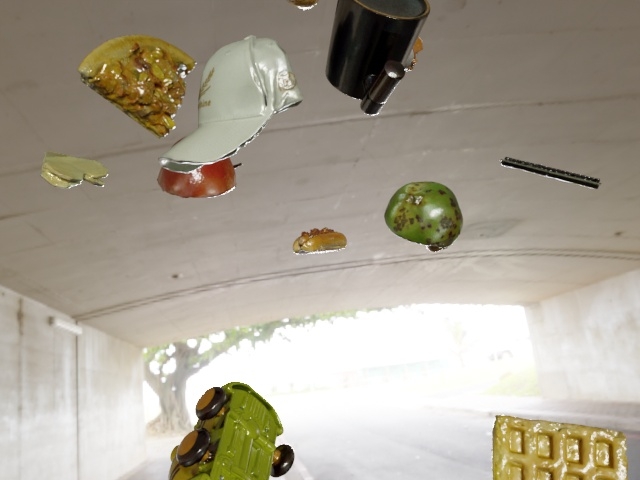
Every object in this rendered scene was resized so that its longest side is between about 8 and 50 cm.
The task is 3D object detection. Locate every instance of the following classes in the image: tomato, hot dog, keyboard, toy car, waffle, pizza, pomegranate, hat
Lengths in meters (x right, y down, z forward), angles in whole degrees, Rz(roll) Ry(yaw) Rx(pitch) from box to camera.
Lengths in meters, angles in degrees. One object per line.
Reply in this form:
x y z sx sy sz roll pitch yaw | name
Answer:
-0.433 -0.274 1.906 0.308 0.170 0.309 5 25 -2 | tomato
0.000 0.000 1.678 0.102 0.076 0.249 -12 -4 31 | hot dog
0.549 -0.164 1.317 0.230 0.025 0.093 19 15 24 | keyboard
-0.157 0.356 0.884 0.142 0.248 0.200 -33 -69 24 | toy car
0.459 0.469 1.072 0.247 0.221 0.055 4 -24 16 | waffle
-0.441 -0.427 1.359 0.087 0.258 0.268 -14 -34 35 | pizza
0.206 -0.047 1.035 0.169 0.123 0.143 19 4 -46 | pomegranate
-0.197 -0.252 1.048 0.301 0.168 0.257 -43 16 -22 | hat

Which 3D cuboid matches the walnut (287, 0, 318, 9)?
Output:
-0.049 -0.548 1.230 0.091 0.121 0.052 -2 -53 -29 | walnut

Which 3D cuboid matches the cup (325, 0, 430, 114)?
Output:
0.085 -0.353 1.009 0.165 0.240 0.177 22 -44 1 | cup

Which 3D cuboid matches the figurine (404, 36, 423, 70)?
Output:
0.273 -0.650 1.956 0.143 0.271 0.143 21 -37 17 | figurine

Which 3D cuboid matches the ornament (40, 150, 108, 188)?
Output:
-0.738 -0.213 1.601 0.180 0.059 0.201 33 17 12 | ornament
